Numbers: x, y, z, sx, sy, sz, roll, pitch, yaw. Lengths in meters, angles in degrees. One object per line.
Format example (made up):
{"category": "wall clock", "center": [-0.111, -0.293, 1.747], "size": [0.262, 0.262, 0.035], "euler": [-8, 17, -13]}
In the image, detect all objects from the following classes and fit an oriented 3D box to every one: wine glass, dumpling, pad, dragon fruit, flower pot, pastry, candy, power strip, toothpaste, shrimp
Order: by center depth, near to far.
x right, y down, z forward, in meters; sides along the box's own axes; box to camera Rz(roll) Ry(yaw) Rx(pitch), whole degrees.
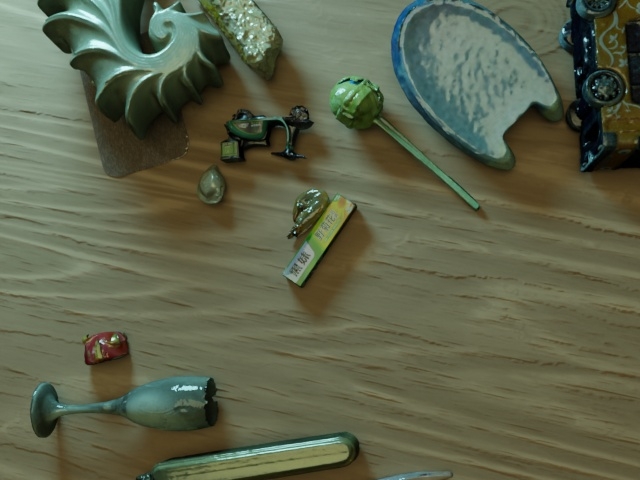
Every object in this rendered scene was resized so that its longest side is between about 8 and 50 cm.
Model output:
{"category": "power strip", "center": [-0.127, 0.383, 1.250], "size": [0.387, 0.092, 0.066], "euler": [-10, 78, 6]}
{"category": "wine glass", "center": [-0.333, 0.372, 1.275], "size": [0.309, 0.096, 0.264], "euler": [-4, 79, 6]}
{"category": "candy", "center": [0.153, -0.167, 1.307], "size": [0.335, 0.093, 0.092], "euler": [42, 103, 4]}
{"category": "toothpaste", "center": [0.000, 0.000, 1.317], "size": [0.043, 0.037, 0.178], "euler": [34, 87, 10]}
{"category": "dragon fruit", "center": [-0.393, 0.192, 1.330], "size": [0.083, 0.060, 0.056], "euler": [-12, 84, 8]}
{"category": "shrimp", "center": [-0.030, -0.051, 1.337], "size": [0.108, 0.023, 0.059], "euler": [-45, 69, 0]}
{"category": "flower pot", "center": [-0.351, -0.385, 1.345], "size": [0.254, 0.164, 0.367], "euler": [-38, 84, -3]}
{"category": "pastry", "center": [-0.156, -0.412, 1.355], "size": [0.089, 0.121, 0.258], "euler": [-41, 80, 5]}
{"category": "dumpling", "center": [-0.204, -0.100, 1.357], "size": [0.059, 0.043, 0.077], "euler": [-25, 82, 26]}
{"category": "pad", "center": [-0.359, -0.262, 1.419], "size": [0.176, 0.002, 0.266], "euler": [-17, 80, 5]}

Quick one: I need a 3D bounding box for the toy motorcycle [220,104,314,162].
{"category": "toy motorcycle", "center": [-0.096, -0.192, 1.348], "size": [0.173, 0.058, 0.100], "euler": [-3, 89, 8]}

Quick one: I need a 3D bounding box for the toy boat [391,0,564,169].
{"category": "toy boat", "center": [0.261, -0.284, 1.302], "size": [0.330, 0.123, 0.215], "euler": [41, 97, 0]}

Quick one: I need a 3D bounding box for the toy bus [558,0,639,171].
{"category": "toy bus", "center": [0.515, -0.286, 1.229], "size": [0.194, 0.162, 0.323], "euler": [-2, 80, 5]}

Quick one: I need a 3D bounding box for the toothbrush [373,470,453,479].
{"category": "toothbrush", "center": [0.038, 0.426, 1.254], "size": [0.375, 0.028, 0.037], "euler": [-12, 86, 6]}
